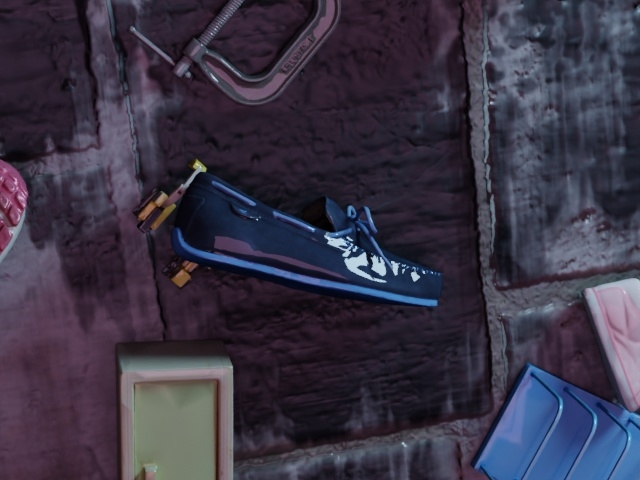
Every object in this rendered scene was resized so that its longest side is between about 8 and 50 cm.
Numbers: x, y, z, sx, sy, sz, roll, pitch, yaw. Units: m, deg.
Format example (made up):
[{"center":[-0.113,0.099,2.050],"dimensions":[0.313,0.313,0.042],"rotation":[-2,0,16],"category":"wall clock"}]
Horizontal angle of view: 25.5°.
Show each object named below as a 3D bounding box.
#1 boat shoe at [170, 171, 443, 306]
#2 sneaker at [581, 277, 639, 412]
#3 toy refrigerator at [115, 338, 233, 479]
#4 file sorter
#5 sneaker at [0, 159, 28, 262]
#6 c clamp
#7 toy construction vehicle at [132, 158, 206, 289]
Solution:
[{"center":[0.000,0.000,1.259],"dimensions":[0.258,0.109,0.089],"rotation":[15,81,-27],"category":"boat shoe"},{"center":[0.306,0.099,1.375],"dimensions":[0.070,0.051,0.134],"rotation":[-20,102,0],"category":"sneaker"},{"center":[-0.134,0.234,1.302],"dimensions":[0.102,0.094,0.269],"rotation":[-1,104,-11],"category":"toy refrigerator"},{"center":[0.258,0.217,1.367],"dimensions":[0.170,0.104,0.118],"rotation":[25,97,-15],"category":"file sorter"},{"center":[-0.361,0.045,1.203],"dimensions":[0.121,0.112,0.299],"rotation":[44,96,6],"category":"sneaker"},{"center":[-0.065,-0.193,1.252],"dimensions":[0.161,0.022,0.137],"rotation":[-44,107,2],"category":"c clamp"},{"center":[-0.119,-0.013,1.277],"dimensions":[0.098,0.035,0.086],"rotation":[-44,107,2],"category":"toy construction vehicle"}]
